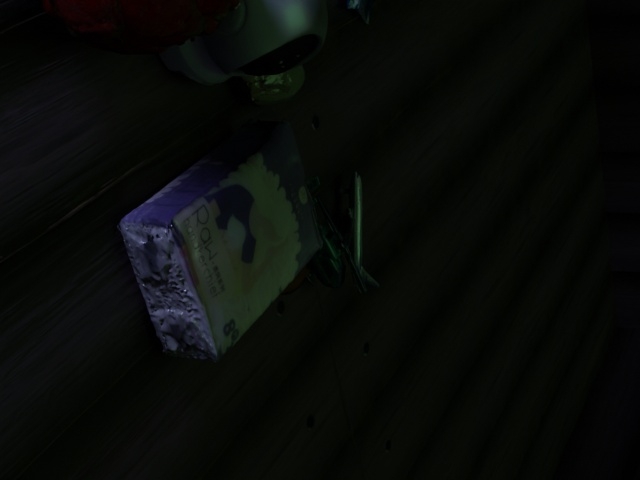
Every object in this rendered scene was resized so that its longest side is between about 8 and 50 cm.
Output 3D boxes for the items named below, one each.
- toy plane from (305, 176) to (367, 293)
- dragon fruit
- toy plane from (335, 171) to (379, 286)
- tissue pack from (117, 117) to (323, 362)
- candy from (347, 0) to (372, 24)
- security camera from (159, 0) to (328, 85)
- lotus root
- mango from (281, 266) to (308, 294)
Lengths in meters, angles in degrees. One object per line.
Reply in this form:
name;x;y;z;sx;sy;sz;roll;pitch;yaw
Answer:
toy plane;0.000;0.000;1.791;0.235;0.096;0.060;64;34;-12
dragon fruit;-0.220;-0.347;1.231;0.299;0.244;0.244;11;82;-42
toy plane;0.066;-0.017;1.914;0.226;0.058;0.226;1;79;-81
tissue pack;-0.138;-0.006;1.512;0.343;0.125;0.242;-48;132;-48
candy;0.082;-0.481;1.955;0.136;0.038;0.088;7;89;-69
security camera;-0.103;-0.325;1.445;0.194;0.236;0.194;0;90;-62
lotus root;-0.086;-0.281;1.640;0.144;0.070;0.143;-55;136;-43
mango;-0.064;0.060;1.709;0.127;0.063;0.077;-21;118;-57
